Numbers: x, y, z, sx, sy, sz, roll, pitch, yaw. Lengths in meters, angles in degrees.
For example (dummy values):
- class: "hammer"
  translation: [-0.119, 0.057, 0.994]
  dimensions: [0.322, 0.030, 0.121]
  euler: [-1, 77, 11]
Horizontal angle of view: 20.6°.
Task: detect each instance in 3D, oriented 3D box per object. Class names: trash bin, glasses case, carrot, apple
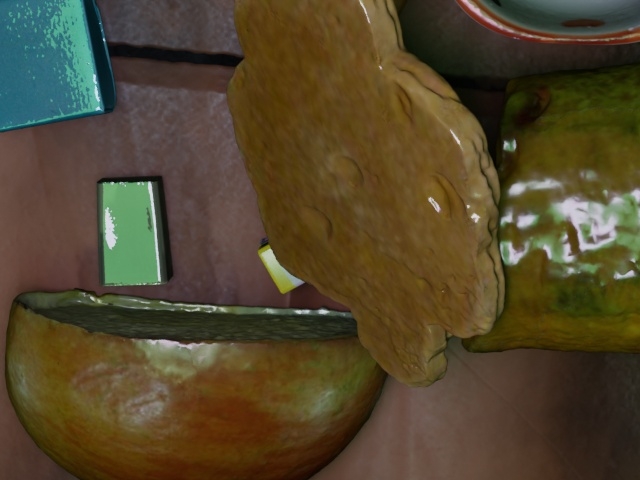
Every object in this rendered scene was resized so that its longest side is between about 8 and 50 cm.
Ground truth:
- class: "trash bin"
  translation: [-0.164, -0.009, 1.541]
  dimensions: [0.061, 0.043, 0.092]
  euler: [-2, 98, 5]
- class: "glasses case"
  translation: [-0.333, -0.139, 1.515]
  dimensions: [0.301, 0.070, 0.117]
  euler: [-9, 95, 8]
- class: "carrot"
  translation: [0.276, -0.025, 1.405]
  dimensions: [0.340, 0.241, 0.241]
  euler: [-4, 101, 7]
- class: "apple"
  translation: [-0.108, 0.129, 1.523]
  dimensions: [0.346, 0.254, 0.179]
  euler: [4, 61, 3]

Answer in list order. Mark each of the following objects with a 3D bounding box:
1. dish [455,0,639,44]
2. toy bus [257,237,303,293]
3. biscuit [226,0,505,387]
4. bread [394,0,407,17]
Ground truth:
- class: "dish"
  translation: [0.207, -0.280, 1.418]
  dimensions: [0.256, 0.117, 0.256]
  euler: [1, 101, 5]
- class: "toy bus"
  translation: [0.000, 0.000, 1.521]
  dimensions: [0.102, 0.058, 0.052]
  euler: [-28, 99, 10]
- class: "biscuit"
  translation: [0.039, -0.052, 1.360]
  dimensions: [0.051, 0.269, 0.376]
  euler: [-32, 120, -32]
- class: "bread"
  translation: [0.016, -0.231, 1.423]
  dimensions: [0.114, 0.132, 0.190]
  euler: [-1, 126, -28]
